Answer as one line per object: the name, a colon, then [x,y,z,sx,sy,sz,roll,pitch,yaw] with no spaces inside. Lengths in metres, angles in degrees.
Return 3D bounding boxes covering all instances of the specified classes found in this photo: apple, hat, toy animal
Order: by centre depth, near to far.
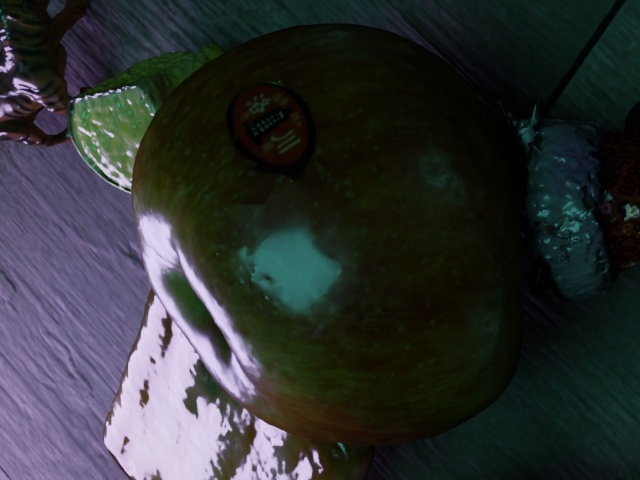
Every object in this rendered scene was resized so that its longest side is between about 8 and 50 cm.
hat: [0.235,-0.036,1.127,0.227,0.129,0.140,-6,69,21]
apple: [0.000,0.000,1.169,0.309,0.250,0.277,-112,18,-59]
toy animal: [-0.284,-0.119,1.485,0.255,0.116,0.114,-37,75,37]

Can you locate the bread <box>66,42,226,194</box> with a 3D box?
bread: [-0.127,-0.094,1.373,0.129,0.114,0.111,-14,97,42]

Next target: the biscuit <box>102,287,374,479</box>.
biscuit: [-0.073,0.163,1.375,0.237,0.062,0.290,45,142,20]
